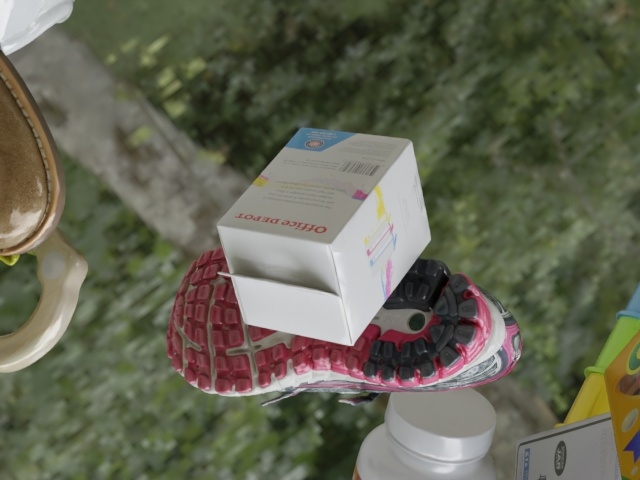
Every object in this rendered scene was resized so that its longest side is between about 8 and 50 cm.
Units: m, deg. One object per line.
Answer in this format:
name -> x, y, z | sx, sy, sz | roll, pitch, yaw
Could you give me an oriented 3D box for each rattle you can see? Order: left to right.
rattle -> -0.276, 0.060, 1.301 | 0.199, 0.130, 0.143 | -48, 169, 6

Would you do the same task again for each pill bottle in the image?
pill bottle -> 0.082, 0.231, 1.492 | 0.121, 0.121, 0.216 | -29, 138, -53

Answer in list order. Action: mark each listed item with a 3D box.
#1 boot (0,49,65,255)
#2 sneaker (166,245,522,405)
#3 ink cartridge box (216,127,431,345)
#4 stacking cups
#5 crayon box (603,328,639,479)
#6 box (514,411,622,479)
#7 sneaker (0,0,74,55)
boot -> -0.272, -0.110, 1.019 | 0.112, 0.305, 0.115 | -41, 176, 16
sneaker -> 0.008, 0.075, 1.332 | 0.299, 0.121, 0.112 | 5, 168, 34
ink cartridge box -> 0.000, 0.000, 1.204 | 0.092, 0.090, 0.143 | 10, -139, 30
stacking cups -> 0.329, 0.060, 1.650 | 0.316, 0.096, 0.096 | -63, 178, -10
crayon box -> 0.274, 0.085, 1.071 | 0.203, 0.083, 0.323 | -53, -169, 23
box -> 0.243, 0.227, 1.398 | 0.087, 0.169, 0.290 | 9, 167, -13
sneaker -> -0.189, -0.199, 1.174 | 0.258, 0.094, 0.091 | -53, 160, -56
